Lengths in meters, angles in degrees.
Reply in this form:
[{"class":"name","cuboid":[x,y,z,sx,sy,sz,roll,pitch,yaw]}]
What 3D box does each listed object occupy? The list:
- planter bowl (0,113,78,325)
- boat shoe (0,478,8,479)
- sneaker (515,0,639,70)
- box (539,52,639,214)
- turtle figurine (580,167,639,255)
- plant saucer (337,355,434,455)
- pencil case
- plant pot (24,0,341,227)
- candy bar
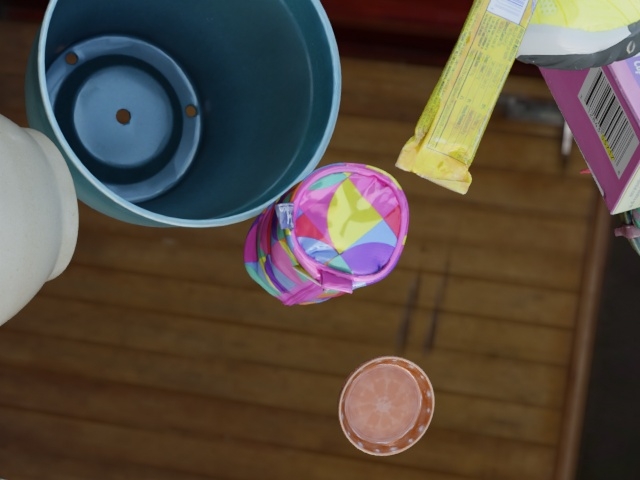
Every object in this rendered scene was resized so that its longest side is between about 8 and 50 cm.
[{"class":"planter bowl","cuboid":[-0.215,-0.015,1.042,0.109,0.162,0.162,-11,112,-42]},{"class":"boat shoe","cuboid":[-0.516,0.347,1.768,0.187,0.500,0.156,107,-28,-46]},{"class":"sneaker","cuboid":[0.230,-0.255,0.980,0.147,0.385,0.145,40,12,-43]},{"class":"box","cuboid":[0.317,-0.167,1.441,0.117,0.243,0.213,105,-34,-62]},{"class":"turtle figurine","cuboid":[0.331,-0.021,1.601,0.175,0.118,0.234,-17,95,-39]},{"class":"plant saucer","cuboid":[0.053,0.135,1.426,0.013,0.083,0.083,-153,-112,-71]},{"class":"pencil case","cuboid":[0.000,0.000,1.381,0.236,0.104,0.104,149,-50,-80]},{"class":"plant pot","cuboid":[-0.152,-0.132,1.604,0.255,0.272,0.271,162,-60,-68]},{"class":"candy bar","cuboid":[0.088,-0.101,0.926,0.018,0.040,0.161,124,-10,-72]}]
